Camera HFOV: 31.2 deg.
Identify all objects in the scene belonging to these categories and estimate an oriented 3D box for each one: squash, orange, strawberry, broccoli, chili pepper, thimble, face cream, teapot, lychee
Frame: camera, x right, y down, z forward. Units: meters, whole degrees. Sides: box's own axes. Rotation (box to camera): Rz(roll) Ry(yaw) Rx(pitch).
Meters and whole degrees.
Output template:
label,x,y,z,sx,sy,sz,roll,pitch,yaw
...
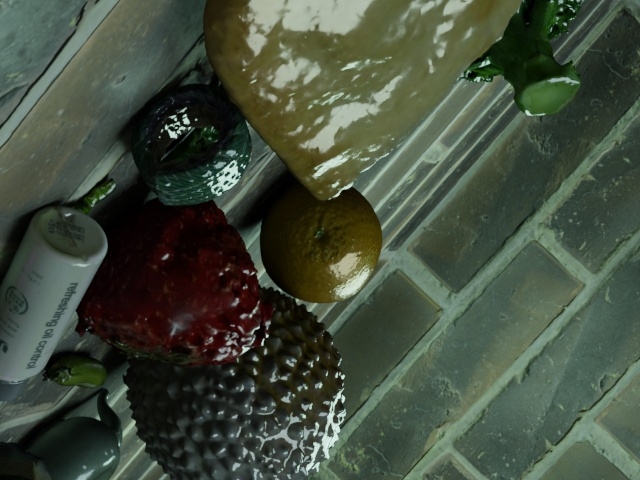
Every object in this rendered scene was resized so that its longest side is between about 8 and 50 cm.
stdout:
label,x,y,z,sx,sy,sz,roll,pitch,yaw
squash,-0.367,0.197,1.718,0.052,0.052,0.183,-48,167,3
orange,0.000,0.000,1.973,0.236,0.236,0.236,-45,169,-12
strawberry,-0.187,0.050,1.487,0.274,0.274,0.220,69,32,-78
broccoli,0.267,-0.320,1.730,0.298,0.297,0.297,-13,143,-10
chili pepper,-0.270,-0.044,1.325,0.083,0.022,0.027,-40,-160,-34
chili pepper,-0.147,-0.127,1.415,0.182,0.050,0.073,-53,161,17
thimble,-0.147,-0.110,1.305,0.135,0.118,0.090,-30,162,-7
face cream,-0.345,0.094,1.341,0.092,0.092,0.311,-32,163,-52
teapot,-0.430,0.375,1.911,0.294,0.129,0.193,-37,165,-35
lychee,-0.138,0.245,1.908,0.380,0.380,0.432,-44,151,-15

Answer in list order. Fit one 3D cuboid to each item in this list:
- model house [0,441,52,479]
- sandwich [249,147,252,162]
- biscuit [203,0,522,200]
label,x,y,z,sx,sy,sz,roll,pitch,yaw
model house,-0.513,0.438,1.634,0.299,0.243,0.284,-20,-167,-8
sandwich,-0.130,-0.116,1.569,0.067,0.029,0.135,-54,167,7
biscuit,0.076,-0.276,1.245,0.429,0.104,0.446,-40,147,1
